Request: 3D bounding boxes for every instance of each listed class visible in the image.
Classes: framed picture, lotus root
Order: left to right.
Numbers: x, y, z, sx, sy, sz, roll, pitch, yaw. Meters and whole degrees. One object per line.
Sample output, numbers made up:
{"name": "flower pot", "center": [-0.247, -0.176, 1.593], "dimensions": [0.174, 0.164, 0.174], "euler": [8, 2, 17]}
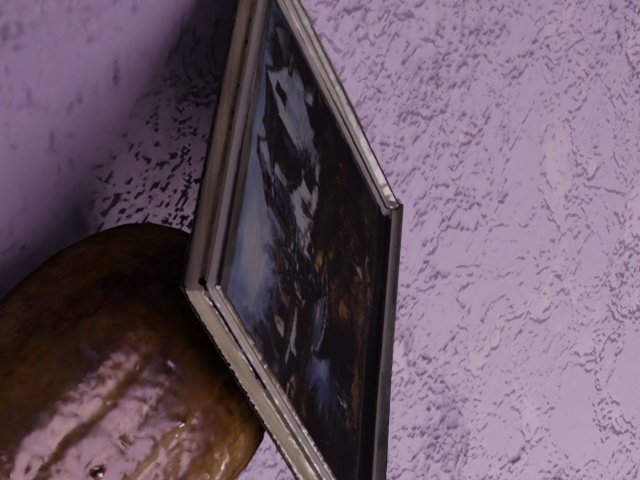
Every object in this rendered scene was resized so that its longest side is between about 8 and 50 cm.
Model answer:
{"name": "lotus root", "center": [-0.101, 0.076, 0.798], "dimensions": [0.260, 0.128, 0.145], "euler": [-49, 122, -36]}
{"name": "framed picture", "center": [0.000, 0.000, 0.883], "dimensions": [0.296, 0.019, 0.232], "euler": [-85, 154, -46]}
